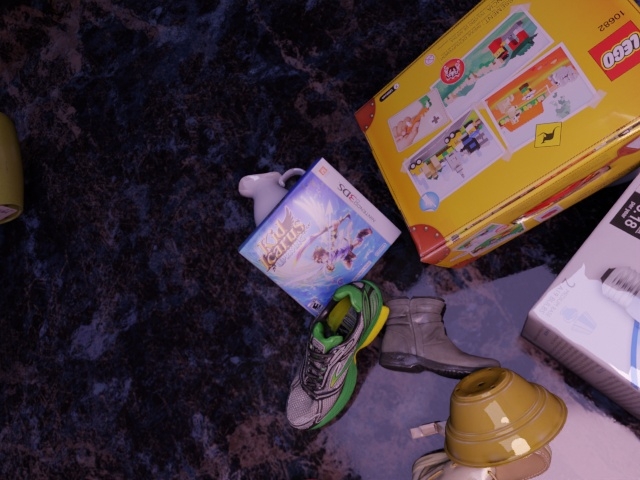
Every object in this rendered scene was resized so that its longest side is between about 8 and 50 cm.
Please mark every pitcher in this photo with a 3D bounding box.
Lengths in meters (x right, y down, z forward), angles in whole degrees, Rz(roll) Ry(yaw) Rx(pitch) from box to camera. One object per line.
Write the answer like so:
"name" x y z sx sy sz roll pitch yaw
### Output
"pitcher" -0.082 -0.085 1.155 0.178 0.125 0.207 -24 56 -10

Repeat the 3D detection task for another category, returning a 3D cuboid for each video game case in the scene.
"video game case" 0.000 0.000 1.044 0.244 0.061 0.269 41 88 -12

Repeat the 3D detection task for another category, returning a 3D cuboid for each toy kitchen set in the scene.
"toy kitchen set" 0.220 0.384 0.904 0.083 0.068 0.075 -18 67 13

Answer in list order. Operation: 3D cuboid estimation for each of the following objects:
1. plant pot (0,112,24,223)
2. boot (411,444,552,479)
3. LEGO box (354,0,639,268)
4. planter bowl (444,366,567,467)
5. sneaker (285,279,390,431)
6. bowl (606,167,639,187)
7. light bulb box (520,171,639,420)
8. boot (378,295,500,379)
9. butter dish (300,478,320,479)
"plant pot" -1.037 -0.204 1.460 0.275 0.275 0.293 -30 80 7
"boot" 0.252 0.428 0.774 0.262 0.203 0.095 -29 101 28
"LEGO box" 0.356 -0.231 0.903 0.500 0.193 0.372 -36 62 31
"planter bowl" 0.293 0.280 0.819 0.217 0.217 0.090 -28 90 8
"sneaker" 0.008 0.229 0.972 0.134 0.146 0.343 27 96 34
"bowl" 0.563 -0.265 0.977 0.298 0.134 0.298 -6 71 17
"light bulb box" 0.596 0.117 0.780 0.361 0.225 0.358 37 87 27
"boot" 0.238 0.188 0.964 0.246 0.083 0.161 3 67 19
"butter dish" -0.028 0.521 0.923 0.160 0.118 0.160 -20 108 14
